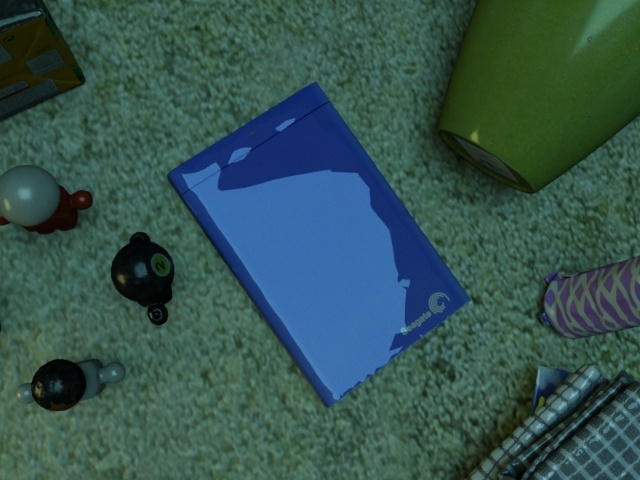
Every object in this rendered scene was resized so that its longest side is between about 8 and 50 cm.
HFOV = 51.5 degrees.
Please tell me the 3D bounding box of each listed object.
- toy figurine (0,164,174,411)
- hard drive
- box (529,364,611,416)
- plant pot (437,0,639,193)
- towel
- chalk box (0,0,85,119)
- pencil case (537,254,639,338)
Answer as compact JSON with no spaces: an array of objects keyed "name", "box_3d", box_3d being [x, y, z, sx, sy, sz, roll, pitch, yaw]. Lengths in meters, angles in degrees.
[{"name":"toy figurine","box_3d":[-0.268,0.054,0.669,0.213,0.148,0.209,36,78,-3]},{"name":"hard drive","box_3d":[0.000,0.000,0.775,0.210,0.040,0.318,-35,88,-13]},{"name":"box","box_3d":[0.325,0.219,0.792,0.178,0.042,0.109,15,79,-6]},{"name":"plant pot","box_3d":[0.274,-0.210,0.760,0.275,0.275,0.293,34,93,-3]},{"name":"towel","box_3d":[0.319,0.304,0.707,0.235,0.121,0.283,-43,98,-1]},{"name":"chalk box","box_3d":[-0.406,-0.281,0.686,0.180,0.179,0.289,-28,85,-11]},{"name":"pencil case","box_3d":[0.339,0.055,0.743,0.086,0.206,0.088,-15,81,-24]}]
